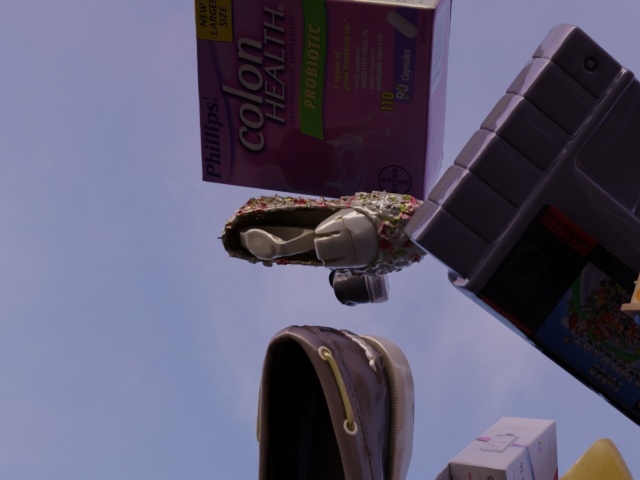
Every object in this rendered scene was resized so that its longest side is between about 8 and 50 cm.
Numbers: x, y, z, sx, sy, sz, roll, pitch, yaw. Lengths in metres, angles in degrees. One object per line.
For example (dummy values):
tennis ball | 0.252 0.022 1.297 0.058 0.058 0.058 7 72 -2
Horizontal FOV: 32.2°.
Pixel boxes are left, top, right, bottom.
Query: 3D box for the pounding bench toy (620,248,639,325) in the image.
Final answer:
pounding bench toy | 0.285 0.049 0.857 0.083 0.065 0.052 31 -18 -27

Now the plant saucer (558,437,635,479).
plant saucer | 0.315 0.460 1.295 0.333 0.332 0.081 57 -17 -25

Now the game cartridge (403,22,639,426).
game cartridge | 0.269 0.012 0.957 0.355 0.068 0.230 36 -93 -18

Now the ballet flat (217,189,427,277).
ballet flat | 0.000 0.000 1.068 0.241 0.077 0.091 -2 -74 39

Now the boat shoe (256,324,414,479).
boat shoe | 0.005 0.219 0.760 0.116 0.324 0.096 -14 -22 43

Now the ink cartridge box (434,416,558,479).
ink cartridge box | 0.189 0.271 1.167 0.067 0.198 0.115 0 -80 31

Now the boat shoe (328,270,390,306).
boat shoe | 0.047 0.045 1.430 0.076 0.228 0.080 -12 -80 4

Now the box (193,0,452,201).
box | 0.004 -0.164 1.139 0.243 0.117 0.214 9 -60 13
